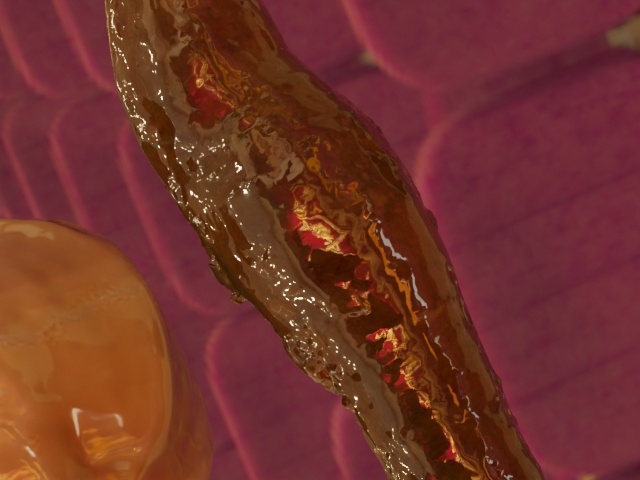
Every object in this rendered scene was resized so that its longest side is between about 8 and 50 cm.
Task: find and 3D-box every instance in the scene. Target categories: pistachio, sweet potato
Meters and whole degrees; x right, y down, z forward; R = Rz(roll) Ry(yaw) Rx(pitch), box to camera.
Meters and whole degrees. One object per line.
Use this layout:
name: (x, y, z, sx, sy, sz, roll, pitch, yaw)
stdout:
pistachio: (-0.138, 0.062, 0.644, 0.229, 0.157, 0.157, 11, 126, 48)
sweet potato: (0.000, 0.000, 0.495, 0.274, 0.067, 0.067, 61, 167, 8)
